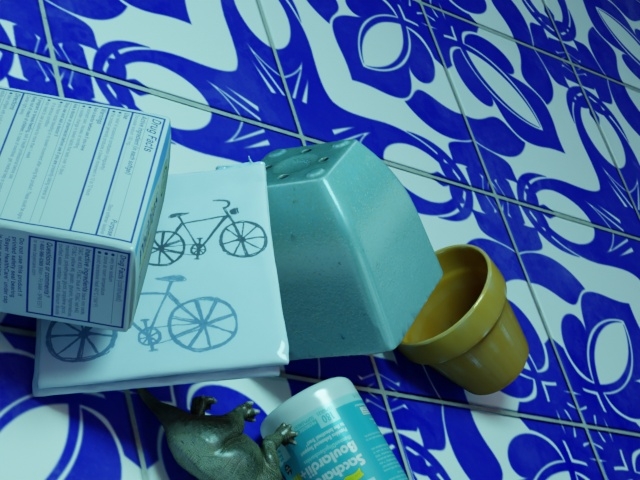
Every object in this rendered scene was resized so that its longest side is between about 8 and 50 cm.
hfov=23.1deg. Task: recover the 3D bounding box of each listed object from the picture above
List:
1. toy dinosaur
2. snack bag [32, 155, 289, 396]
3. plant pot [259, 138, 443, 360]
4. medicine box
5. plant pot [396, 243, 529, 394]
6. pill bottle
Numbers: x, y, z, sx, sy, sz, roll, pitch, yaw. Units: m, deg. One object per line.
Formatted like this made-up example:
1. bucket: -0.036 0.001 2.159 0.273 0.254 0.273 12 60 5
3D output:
1. toy dinosaur: -0.124 0.273 2.018 0.313 0.121 0.160 51 22 -4
2. snack bag: -0.216 0.043 2.038 0.323 0.037 0.343 -6 53 -3
3. plant pot: 0.000 0.000 2.225 0.247 0.247 0.252 -50 129 -56
4. medicine box: -0.349 -0.046 1.941 0.289 0.149 0.263 10 41 -2
5. plant pot: 0.232 0.143 2.499 0.188 0.205 0.205 48 30 -30
6. pill bottle: 0.039 0.328 2.121 0.146 0.146 0.264 -11 65 -52
